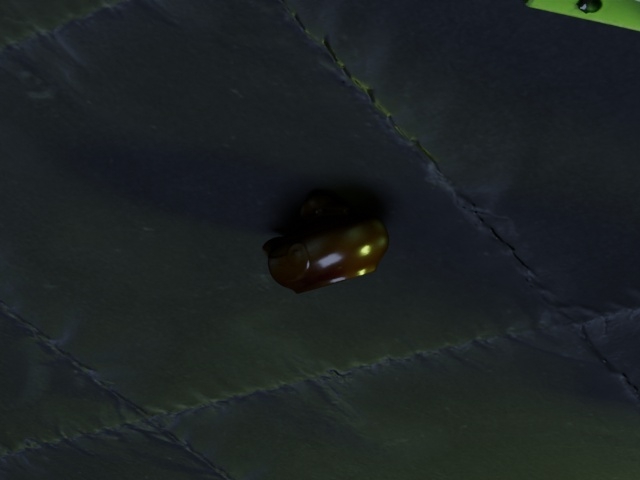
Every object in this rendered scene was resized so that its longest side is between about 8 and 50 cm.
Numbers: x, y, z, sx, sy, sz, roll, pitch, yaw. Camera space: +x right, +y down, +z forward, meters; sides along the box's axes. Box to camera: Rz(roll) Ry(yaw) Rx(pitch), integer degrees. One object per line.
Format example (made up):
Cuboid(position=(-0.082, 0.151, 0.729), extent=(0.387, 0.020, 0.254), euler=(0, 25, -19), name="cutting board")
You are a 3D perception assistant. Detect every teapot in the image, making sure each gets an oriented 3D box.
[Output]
Cuboid(position=(0.000, 0.000, 1.422), extent=(0.098, 0.078, 0.129), euler=(-15, 178, -37), name="teapot")

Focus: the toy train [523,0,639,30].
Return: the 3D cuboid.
Cuboid(position=(0.235, -0.182, 1.039), extent=(0.253, 0.157, 0.105), euler=(12, 145, -4), name="toy train")
